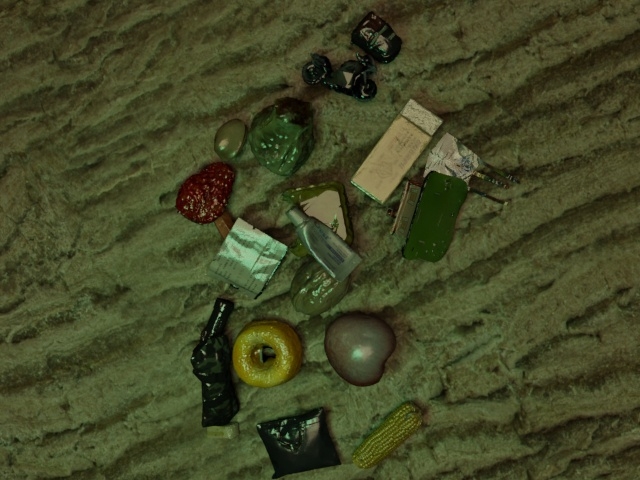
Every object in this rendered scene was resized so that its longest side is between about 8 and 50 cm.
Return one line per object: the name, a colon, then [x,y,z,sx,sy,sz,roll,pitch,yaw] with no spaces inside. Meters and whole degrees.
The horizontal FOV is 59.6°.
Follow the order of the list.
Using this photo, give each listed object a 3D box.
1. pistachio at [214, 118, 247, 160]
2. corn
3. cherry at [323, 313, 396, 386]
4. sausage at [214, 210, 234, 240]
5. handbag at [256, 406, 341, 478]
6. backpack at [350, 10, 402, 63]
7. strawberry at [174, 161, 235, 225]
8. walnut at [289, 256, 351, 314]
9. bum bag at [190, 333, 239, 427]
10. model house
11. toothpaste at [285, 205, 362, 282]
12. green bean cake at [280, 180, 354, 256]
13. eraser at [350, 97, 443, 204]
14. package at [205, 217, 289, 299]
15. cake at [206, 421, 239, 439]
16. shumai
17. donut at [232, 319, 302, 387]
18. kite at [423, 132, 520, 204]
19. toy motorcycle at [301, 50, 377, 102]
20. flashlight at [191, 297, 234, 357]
pistachio: [-0.304,-0.343,1.897,0.113,0.113,0.149,32,93,4]
corn: [0.228,0.663,1.882,0.106,0.106,0.293,43,96,3]
cherry: [0.119,0.350,1.828,0.239,0.206,0.239,1,104,4]
sausage: [-0.318,-0.036,1.930,0.065,0.065,0.169,-32,89,5]
handbag: [-0.077,0.696,1.918,0.254,0.089,0.211,-16,92,9]
backpack: [0.190,-0.667,1.841,0.165,0.106,0.120,35,90,7]
strawberry: [-0.396,-0.175,1.888,0.190,0.111,0.236,34,87,24]
walnut: [-0.009,0.151,1.859,0.178,0.178,0.230,41,100,3]
bum bag: [-0.352,0.480,1.877,0.095,0.144,0.340,15,117,43]
model house: [0.334,-0.091,1.848,0.207,0.154,0.293,8,104,-38]
toothpaste: [-0.001,0.001,1.776,0.282,0.068,0.099,45,101,1]
green bean cake: [-0.014,-0.074,1.869,0.233,0.124,0.236,-11,91,6]
eraser: [0.251,-0.293,1.861,0.144,0.078,0.343,37,94,3]
package: [-0.250,0.074,1.882,0.204,0.062,0.251,29,115,-8]
cake: [-0.352,0.668,1.959,0.121,0.065,0.052,-10,88,12]
shumai: [-0.133,-0.345,1.828,0.225,0.222,0.260,16,97,2]
donut: [-0.186,0.390,1.912,0.254,0.118,0.253,2,95,20]
kite: [0.500,-0.216,1.872,0.310,0.015,0.169,32,94,6]
toy motorcycle: [0.075,-0.562,1.858,0.271,0.106,0.159,24,90,15]
flashlight: [-0.370,0.311,1.933,0.093,0.093,0.231,19,91,5]
